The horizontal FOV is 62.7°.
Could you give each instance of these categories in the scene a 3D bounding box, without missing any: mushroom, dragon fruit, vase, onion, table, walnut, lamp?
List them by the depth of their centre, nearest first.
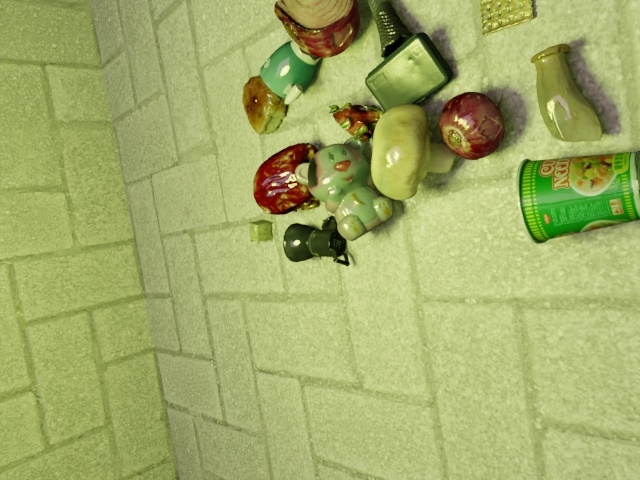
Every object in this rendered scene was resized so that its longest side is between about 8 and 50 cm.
[{"bbox_3d":[0.551,-0.325,1.203,0.108,0.096,0.247,137,118,-70],"label":"mushroom"},{"bbox_3d":[0.388,-0.294,1.346,0.177,0.153,0.177,23,125,36],"label":"onion"},{"bbox_3d":[0.259,-0.241,1.452,0.234,0.254,0.260,6,112,8],"label":"mushroom"},{"bbox_3d":[0.185,-0.648,1.514,0.115,0.115,0.238,-35,70,45],"label":"vase"},{"bbox_3d":[0.005,-0.682,1.611,0.230,0.272,0.256,64,-169,-77],"label":"onion"},{"bbox_3d":[0.122,-0.375,1.641,0.174,0.138,0.142,-18,128,19],"label":"dragon fruit"},{"bbox_3d":[0.084,-0.159,1.678,0.301,0.247,0.247,59,175,4],"label":"lamp"},{"bbox_3d":[-0.094,-0.199,1.846,0.269,0.222,0.244,-22,114,42],"label":"walnut"},{"bbox_3d":[0.000,0.000,1.846,0.227,0.147,0.172,-1,75,38],"label":"lamp"},{"bbox_3d":[-0.239,-0.034,2.116,0.062,0.079,0.083,17,113,46],"label":"table"}]

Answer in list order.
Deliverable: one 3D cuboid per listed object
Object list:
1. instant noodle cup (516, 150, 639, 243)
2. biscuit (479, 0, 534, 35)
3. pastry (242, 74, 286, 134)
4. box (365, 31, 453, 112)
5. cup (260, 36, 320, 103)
[{"bbox_3d":[0.585,-0.103,1.162,0.232,0.207,0.207,-9,93,38],"label":"instant noodle cup"},{"bbox_3d":[0.450,-0.641,1.293,0.139,0.016,0.232,-3,96,47],"label":"biscuit"},{"bbox_3d":[-0.211,-0.509,1.963,0.229,0.100,0.219,-1,98,48],"label":"pastry"},{"bbox_3d":[0.245,-0.461,1.489,0.230,0.050,0.160,-29,102,46],"label":"box"},{"bbox_3d":[-0.089,-0.593,1.775,0.173,0.167,0.300,-40,44,37],"label":"cup"}]
